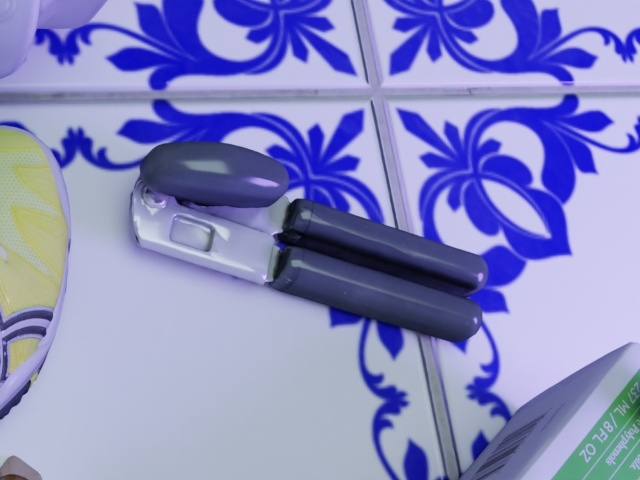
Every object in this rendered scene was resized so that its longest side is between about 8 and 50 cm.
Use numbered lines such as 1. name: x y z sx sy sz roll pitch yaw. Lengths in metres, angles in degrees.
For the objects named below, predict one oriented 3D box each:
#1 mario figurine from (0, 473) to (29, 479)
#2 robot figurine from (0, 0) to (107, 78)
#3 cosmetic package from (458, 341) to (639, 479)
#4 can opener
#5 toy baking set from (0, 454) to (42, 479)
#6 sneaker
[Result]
1. mario figurine: -0.066 0.243 0.895 0.320 0.170 0.198 20 96 -12
2. robot figurine: -0.310 -0.203 0.955 0.353 0.200 0.300 -4 79 -24
3. cosmetic package: 0.251 0.281 1.025 0.365 0.155 0.197 47 51 0
4. can opener: 0.000 0.000 1.067 0.283 0.095 0.076 17 66 -16
5. toy baking set: -0.302 0.188 0.910 0.256 0.030 0.197 11 67 -19
6. sneaker: -0.254 0.065 0.889 0.145 0.147 0.385 24 53 0
